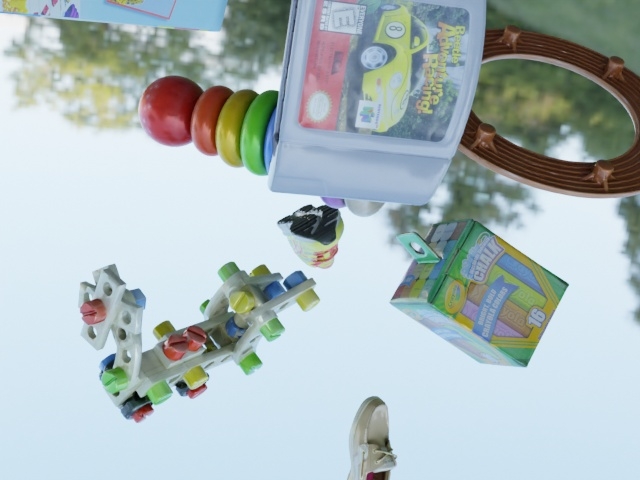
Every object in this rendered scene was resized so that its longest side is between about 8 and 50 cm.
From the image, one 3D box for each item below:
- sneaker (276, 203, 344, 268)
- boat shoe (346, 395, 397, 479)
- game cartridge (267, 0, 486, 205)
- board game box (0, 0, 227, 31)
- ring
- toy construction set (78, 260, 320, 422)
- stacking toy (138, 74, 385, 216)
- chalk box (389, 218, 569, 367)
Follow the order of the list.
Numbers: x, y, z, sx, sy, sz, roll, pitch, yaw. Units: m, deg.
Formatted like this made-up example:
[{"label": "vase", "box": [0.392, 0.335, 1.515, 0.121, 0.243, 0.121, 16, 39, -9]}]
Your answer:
[{"label": "sneaker", "box": [0.000, 0.000, 1.763, 0.082, 0.094, 0.208, -28, -170, -8]}, {"label": "boat shoe", "box": [0.073, 0.291, 1.546, 0.063, 0.170, 0.059, -2, -168, -43]}, {"label": "game cartridge", "box": [0.061, -0.179, 1.185, 0.196, 0.294, 0.060, 3, -158, -15]}, {"label": "board game box", "box": [-0.196, -0.231, 0.765, 0.275, 0.144, 0.142, -4, -153, -46]}, {"label": "ring", "box": [0.282, -0.170, 1.432, 0.337, 0.032, 0.336, 9, -139, -8]}, {"label": "toy construction set", "box": [-0.173, 0.120, 1.516, 0.328, 0.215, 0.151, 1, -127, -43]}, {"label": "stacking toy", "box": [-0.073, -0.130, 1.422, 0.330, 0.141, 0.141, 14, -165, 18]}, {"label": "chalk box", "box": [0.189, 0.059, 1.550, 0.213, 0.132, 0.132, 32, 168, -15]}]
